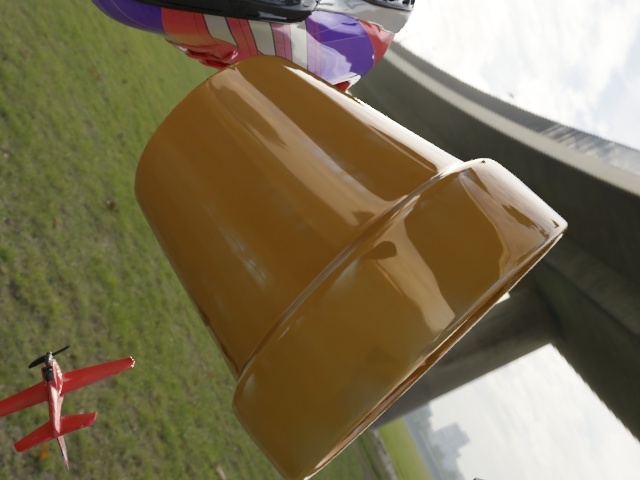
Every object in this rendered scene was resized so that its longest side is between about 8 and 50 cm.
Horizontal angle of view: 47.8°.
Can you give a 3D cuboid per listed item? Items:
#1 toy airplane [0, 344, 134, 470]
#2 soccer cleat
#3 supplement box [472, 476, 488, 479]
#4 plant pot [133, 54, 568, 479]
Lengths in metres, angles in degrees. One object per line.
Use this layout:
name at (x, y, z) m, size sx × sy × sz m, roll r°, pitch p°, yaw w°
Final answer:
toy airplane at (-0.240, 0.144, 0.647) m, size 0.151 × 0.151 × 0.028 m, roll -115°, pitch -167°, yaw -56°
soccer cleat at (-0.044, -0.155, 0.533) m, size 0.108 × 0.116 × 0.318 m, roll 43°, pitch 32°, yaw 19°
supplement box at (0.128, 0.234, 0.547) m, size 0.056 × 0.083 × 0.083 m, roll 57°, pitch -24°, yaw -5°
plant pot at (0.000, 0.000, 0.420) m, size 0.188 × 0.205 × 0.205 m, roll 46°, pitch -4°, yaw 14°
